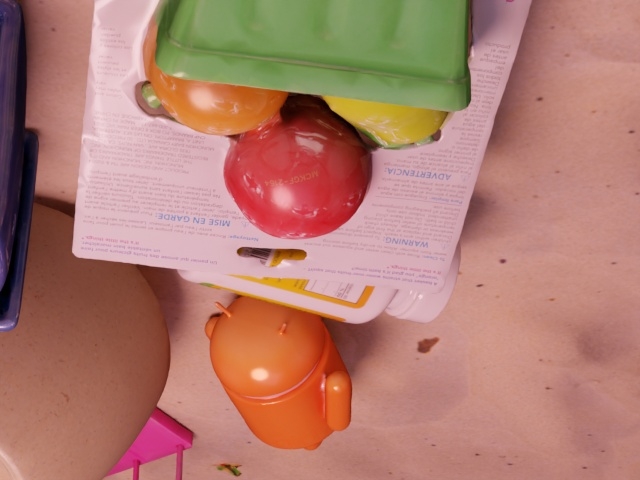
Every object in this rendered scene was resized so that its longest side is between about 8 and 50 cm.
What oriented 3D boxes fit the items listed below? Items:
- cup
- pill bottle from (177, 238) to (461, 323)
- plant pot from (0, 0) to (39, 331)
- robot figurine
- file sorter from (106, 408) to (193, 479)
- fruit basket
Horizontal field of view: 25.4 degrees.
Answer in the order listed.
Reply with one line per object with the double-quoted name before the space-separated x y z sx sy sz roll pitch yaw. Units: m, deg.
"cup" -0.326 0.158 1.347 0.331 0.237 0.331 3 122 4
"pill bottle" 0.000 0.000 1.314 0.245 0.136 0.136 16 139 -21
"plant pot" -0.354 -0.050 1.176 0.235 0.236 0.212 0 149 -1
"robot figurine" -0.039 0.136 1.498 0.128 0.158 0.219 -24 140 1
"file sorter" -0.328 0.303 1.662 0.290 0.182 0.202 -22 137 25
"fruit basket" -0.021 -0.110 1.121 0.327 0.165 0.353 5 135 -8
